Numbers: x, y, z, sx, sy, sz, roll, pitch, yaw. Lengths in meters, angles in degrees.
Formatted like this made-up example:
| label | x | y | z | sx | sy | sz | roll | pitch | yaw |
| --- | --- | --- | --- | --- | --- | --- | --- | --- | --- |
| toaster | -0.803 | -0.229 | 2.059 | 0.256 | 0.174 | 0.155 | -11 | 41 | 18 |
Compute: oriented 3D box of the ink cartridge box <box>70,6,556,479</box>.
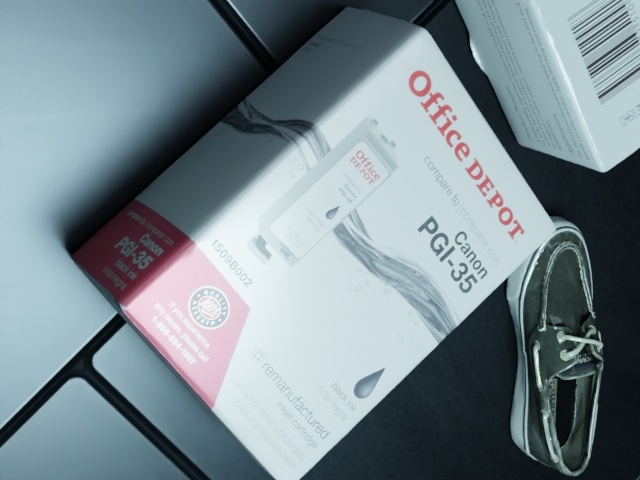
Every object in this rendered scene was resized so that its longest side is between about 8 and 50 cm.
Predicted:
| label | x | y | z | sx | sy | sz | roll | pitch | yaw |
| --- | --- | --- | --- | --- | --- | --- | --- | --- | --- |
| ink cartridge box | 0.000 | 0.000 | 0.994 | 0.283 | 0.117 | 0.207 | -43 | 120 | -9 |

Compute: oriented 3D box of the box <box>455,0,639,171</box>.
| label | x | y | z | sx | sy | sz | roll | pitch | yaw |
| --- | --- | --- | --- | --- | --- | --- | --- | --- | --- |
| box | 0.216 | -0.180 | 1.050 | 0.182 | 0.119 | 0.181 | -36 | 118 | -14 |

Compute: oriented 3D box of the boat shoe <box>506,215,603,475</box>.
| label | x | y | z | sx | sy | sz | roll | pitch | yaw |
| --- | --- | --- | --- | --- | --- | --- | --- | --- | --- |
| boat shoe | 0.206 | 0.089 | 1.156 | 0.078 | 0.070 | 0.219 | -12 | 110 | -24 |
